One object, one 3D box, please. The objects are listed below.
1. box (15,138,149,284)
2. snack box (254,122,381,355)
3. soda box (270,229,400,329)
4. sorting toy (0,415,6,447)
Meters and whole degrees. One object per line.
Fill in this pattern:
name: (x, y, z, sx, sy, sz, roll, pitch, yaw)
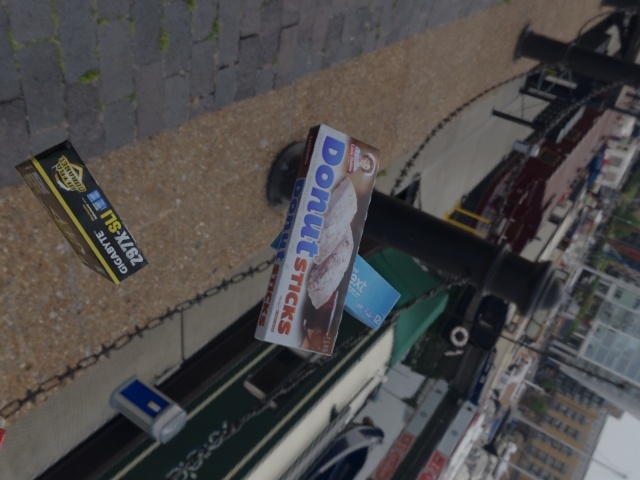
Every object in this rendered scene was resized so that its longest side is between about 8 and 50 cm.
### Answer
box: (-0.469, -0.056, 1.136, 0.079, 0.322, 0.257, -35, 111, -24)
snack box: (0.000, 0.000, 0.480, 0.064, 0.022, 0.178, 18, 81, -28)
soda box: (0.027, 0.047, 0.892, 0.210, 0.067, 0.071, 43, 80, -33)
sorting toy: (-0.597, 0.330, 0.831, 0.255, 0.089, 0.257, 37, 38, -36)
